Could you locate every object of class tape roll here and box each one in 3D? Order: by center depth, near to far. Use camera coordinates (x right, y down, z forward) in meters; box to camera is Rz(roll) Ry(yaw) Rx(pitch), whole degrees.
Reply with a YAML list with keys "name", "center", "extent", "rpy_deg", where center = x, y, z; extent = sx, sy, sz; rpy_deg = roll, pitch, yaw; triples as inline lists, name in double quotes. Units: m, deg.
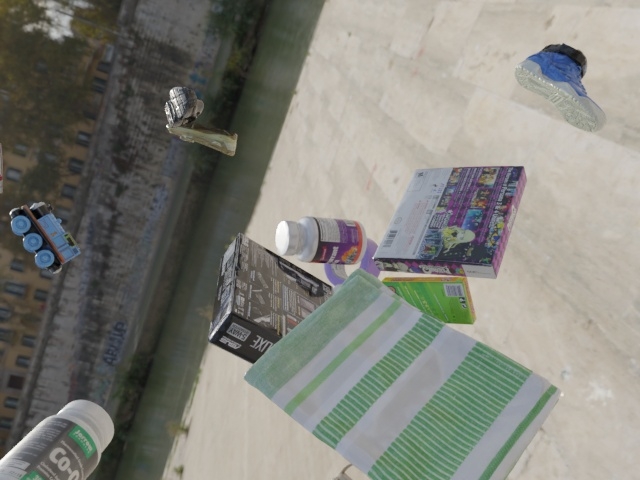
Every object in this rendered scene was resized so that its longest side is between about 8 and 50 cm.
- name: "tape roll"
  center: [0.107, 0.072, 2.002]
  extent: [0.189, 0.080, 0.189]
  rpy_deg: [-12, 71, 37]

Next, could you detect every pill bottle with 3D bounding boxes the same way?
- name: "pill bottle"
  center: [0.000, 0.000, 1.386]
  extent: [0.108, 0.193, 0.108]
  rpy_deg: [-15, 73, 62]
- name: "pill bottle"
  center: [-0.732, 0.606, 1.624]
  extent: [0.361, 0.204, 0.204]
  rpy_deg: [-58, -7, -67]

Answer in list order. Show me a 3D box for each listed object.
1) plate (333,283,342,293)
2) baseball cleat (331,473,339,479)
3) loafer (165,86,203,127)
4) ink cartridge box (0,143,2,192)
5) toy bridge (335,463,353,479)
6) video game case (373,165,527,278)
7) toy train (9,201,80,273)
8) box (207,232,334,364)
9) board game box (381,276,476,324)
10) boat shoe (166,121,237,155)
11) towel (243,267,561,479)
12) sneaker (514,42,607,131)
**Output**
- name: "plate"
  center: [0.066, 0.310, 1.708]
  extent: [0.277, 0.278, 0.045]
  rpy_deg: [-47, 14, -24]
- name: "baseball cleat"
  center: [0.045, 0.760, 1.730]
  extent: [0.206, 0.072, 0.109]
  rpy_deg: [-18, -87, -64]
- name: "loafer"
  center: [-0.256, -0.262, 1.154]
  extent: [0.170, 0.061, 0.062]
  rpy_deg: [1, 108, 67]
- name: "ink cartridge box"
  center: [-0.720, -0.145, 1.222]
  extent: [0.175, 0.127, 0.072]
  rpy_deg: [-16, 79, 62]
- name: "toy bridge"
  center: [0.072, 0.602, 1.488]
  extent: [0.188, 0.063, 0.026]
  rpy_deg: [-56, -27, 2]
- name: "video game case"
  center: [0.226, -0.038, 1.037]
  extent: [0.210, 0.042, 0.232]
  rpy_deg: [2, 48, 34]
- name: "toy train"
  center: [-0.679, -0.011, 1.476]
  extent: [0.105, 0.184, 0.080]
  rpy_deg: [-36, 9, -25]
- name: "box"
  center: [-0.078, 0.132, 1.137]
  extent: [0.076, 0.242, 0.307]
  rpy_deg: [-52, 20, 18]
- name: "board game box"
  center: [0.269, 0.156, 1.565]
  extent: [0.259, 0.124, 0.039]
  rpy_deg: [-4, 23, 35]
- name: "boat shoe"
  center: [-0.254, -0.219, 1.276]
  extent: [0.056, 0.153, 0.048]
  rpy_deg: [-79, 0, -66]
- name: "towel"
  center: [0.103, 0.181, 0.760]
  extent: [0.248, 0.325, 0.038]
  rpy_deg: [-39, -34, -32]
- name: "sneaker"
  center: [0.353, -0.220, 0.831]
  extent: [0.152, 0.084, 0.058]
  rpy_deg: [48, 171, 31]
